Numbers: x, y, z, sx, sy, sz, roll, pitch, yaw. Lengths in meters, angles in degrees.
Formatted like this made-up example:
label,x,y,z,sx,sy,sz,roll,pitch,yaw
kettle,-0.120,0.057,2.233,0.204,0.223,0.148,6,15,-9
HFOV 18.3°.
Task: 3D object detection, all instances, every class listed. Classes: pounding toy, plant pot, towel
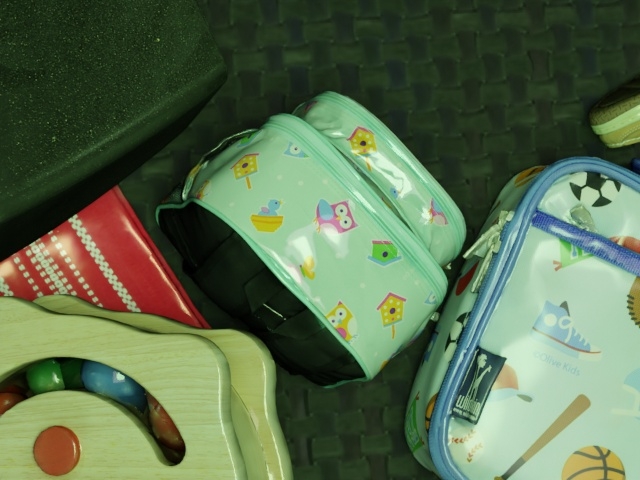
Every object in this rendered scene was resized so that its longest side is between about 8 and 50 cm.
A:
label,x,y,z,sx,sy,sz,roll,pitch,yaw
pounding toy,-0.163,0.111,1.117,0.269,0.155,0.154,10,93,21
plant pot,-0.164,-0.107,1.153,0.167,0.187,0.188,-25,86,-20
towel,-0.190,0.112,1.230,0.275,0.031,0.199,-32,94,-5

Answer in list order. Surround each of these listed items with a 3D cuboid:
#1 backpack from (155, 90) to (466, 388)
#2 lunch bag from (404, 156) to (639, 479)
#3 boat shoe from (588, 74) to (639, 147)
label,x,y,z,sx,sy,sz,roll,pitch,yaw
backpack,0.000,0.000,1.169,0.144,0.188,0.166,-41,94,-4
lunch bag,0.212,0.085,1.235,0.303,0.115,0.243,26,86,-7
boat shoe,0.265,-0.089,1.262,0.190,0.068,0.072,-22,105,-6
